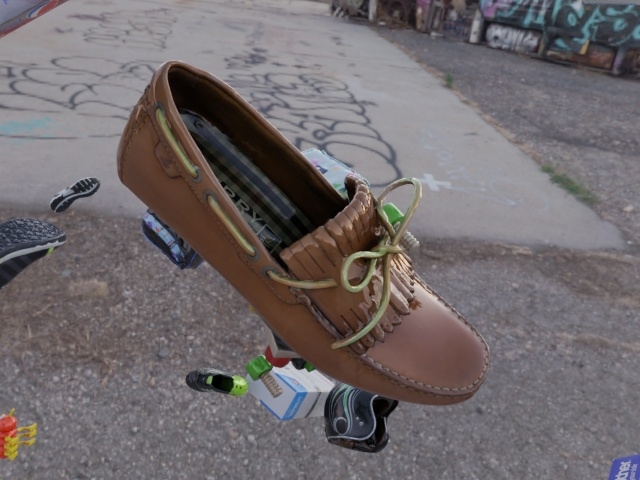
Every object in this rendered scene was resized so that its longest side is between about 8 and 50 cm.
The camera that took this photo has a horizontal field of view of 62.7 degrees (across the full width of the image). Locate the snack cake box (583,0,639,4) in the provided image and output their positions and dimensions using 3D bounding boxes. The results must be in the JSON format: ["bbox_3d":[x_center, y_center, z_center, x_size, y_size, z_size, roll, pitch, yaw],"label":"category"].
[{"bbox_3d":[0.443,-0.373,0.644,0.089,0.152,0.264,45,12,-23],"label":"snack cake box"}]

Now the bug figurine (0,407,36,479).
[{"bbox_3d":[-0.633,0.444,0.962,0.072,0.216,0.279,5,0,-1],"label":"bug figurine"}]

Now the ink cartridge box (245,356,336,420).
[{"bbox_3d":[-0.069,0.368,1.314,0.148,0.085,0.203,30,4,35],"label":"ink cartridge box"}]

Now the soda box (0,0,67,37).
[{"bbox_3d":[-0.580,-0.444,0.970,0.263,0.083,0.092,-34,21,-8],"label":"soda box"}]

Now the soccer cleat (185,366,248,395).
[{"bbox_3d":[-0.253,0.328,1.233,0.179,0.060,0.072,1,-22,28],"label":"soccer cleat"}]

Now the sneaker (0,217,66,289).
[{"bbox_3d":[-0.560,0.034,0.917,0.084,0.097,0.235,33,30,15],"label":"sneaker"}]

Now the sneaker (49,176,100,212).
[{"bbox_3d":[-0.505,-0.101,1.076,0.109,0.040,0.044,-33,34,-16],"label":"sneaker"}]

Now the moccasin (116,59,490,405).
[{"bbox_3d":[0.002,-0.002,0.452,0.380,0.147,0.139,45,49,0],"label":"moccasin"}]

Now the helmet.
[{"bbox_3d":[0.093,0.392,1.217,0.170,0.169,0.161,10,59,5],"label":"helmet"}]

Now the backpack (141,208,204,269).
[{"bbox_3d":[-0.341,-0.031,1.294,0.173,0.158,0.117,36,0,10],"label":"backpack"}]

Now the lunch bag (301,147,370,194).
[{"bbox_3d":[-0.027,-0.065,1.154,0.160,0.262,0.223,25,10,-38],"label":"lunch bag"}]

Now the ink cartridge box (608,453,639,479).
[{"bbox_3d":[0.465,0.342,0.569,0.270,0.395,0.151,-22,77,-52],"label":"ink cartridge box"}]

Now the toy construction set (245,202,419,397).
[{"bbox_3d":[-0.020,0.009,0.707,0.257,0.309,0.237,-29,68,-25],"label":"toy construction set"}]
